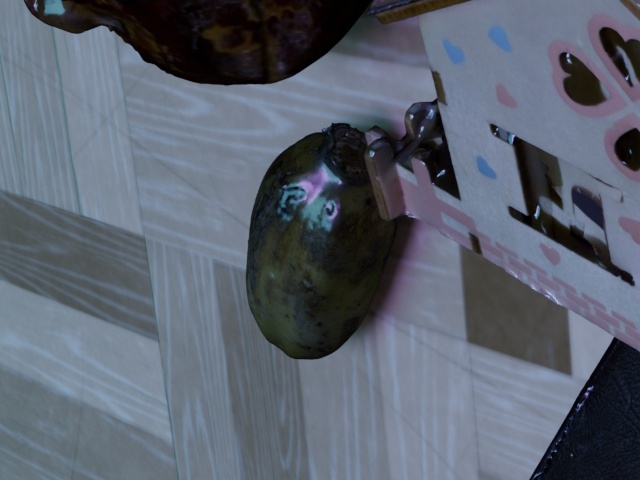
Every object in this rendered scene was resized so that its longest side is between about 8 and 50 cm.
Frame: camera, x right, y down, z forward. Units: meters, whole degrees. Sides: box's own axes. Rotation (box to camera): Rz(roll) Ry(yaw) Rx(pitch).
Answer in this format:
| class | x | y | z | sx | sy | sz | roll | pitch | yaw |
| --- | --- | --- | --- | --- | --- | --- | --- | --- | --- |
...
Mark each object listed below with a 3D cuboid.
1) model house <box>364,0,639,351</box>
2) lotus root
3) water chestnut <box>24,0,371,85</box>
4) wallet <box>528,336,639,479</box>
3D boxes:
| class | x | y | z | sx | sy | sz | roll | pitch | yaw |
| --- | --- | --- | --- | --- | --- | --- | --- | --- | --- |
| model house | 0.156 | -0.071 | 0.737 | 0.326 | 0.169 | 0.244 | 34 | 156 | 38 |
| lotus root | 0.000 | 0.000 | 1.116 | 0.089 | 0.080 | 0.179 | 35 | 138 | 19 |
| water chestnut | -0.054 | -0.202 | 1.008 | 0.224 | 0.238 | 0.223 | 29 | 166 | 8 |
| wallet | 0.243 | 0.135 | 0.837 | 0.318 | 0.045 | 0.172 | 33 | 93 | 42 |
